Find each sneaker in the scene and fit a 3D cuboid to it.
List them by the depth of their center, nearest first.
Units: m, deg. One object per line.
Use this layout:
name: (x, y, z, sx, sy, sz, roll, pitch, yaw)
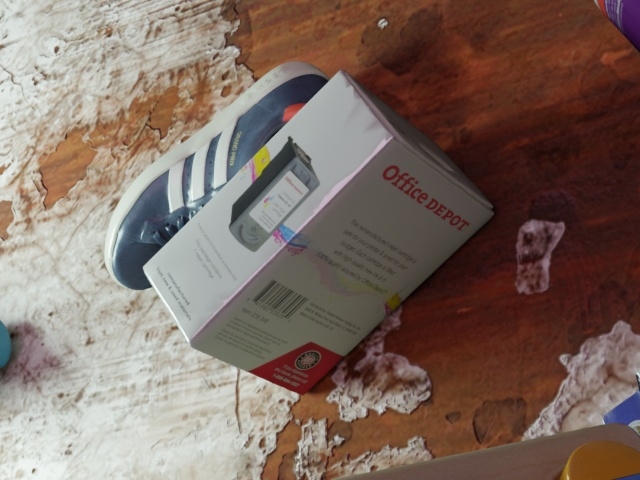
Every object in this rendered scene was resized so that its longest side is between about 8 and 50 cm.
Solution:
sneaker: (-0.103, -0.048, 2.005, 0.350, 0.131, 0.148, -45, 47, 11)

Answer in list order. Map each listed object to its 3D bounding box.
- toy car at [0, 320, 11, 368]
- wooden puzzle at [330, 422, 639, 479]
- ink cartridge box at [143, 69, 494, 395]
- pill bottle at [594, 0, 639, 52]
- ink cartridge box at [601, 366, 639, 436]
toy car: (-0.534, 0.209, 2.196, 0.210, 0.219, 0.238, 19, 111, 39)
wooden puzzle: (0.213, 0.290, 1.498, 0.348, 0.322, 0.080, -121, 33, -41)
ink cartridge box: (0.000, 0.000, 1.850, 0.306, 0.226, 0.131, -45, 53, 10)
pill bottle: (0.410, -0.205, 1.672, 0.181, 0.181, 0.323, -44, 52, 12)
ink cartridge box: (0.387, 0.185, 1.607, 0.224, 0.045, 0.223, -38, 53, 17)
